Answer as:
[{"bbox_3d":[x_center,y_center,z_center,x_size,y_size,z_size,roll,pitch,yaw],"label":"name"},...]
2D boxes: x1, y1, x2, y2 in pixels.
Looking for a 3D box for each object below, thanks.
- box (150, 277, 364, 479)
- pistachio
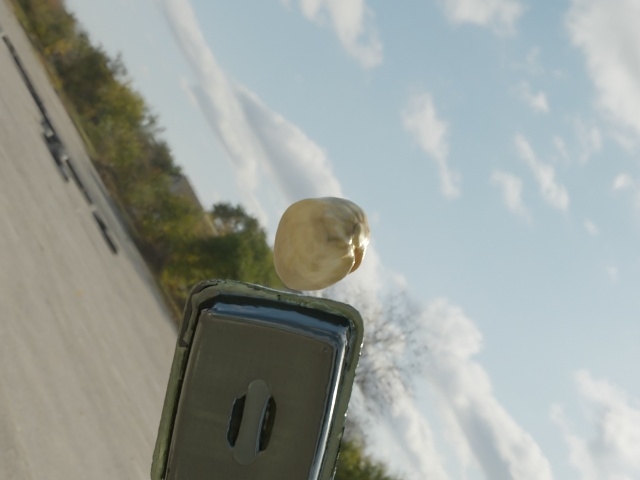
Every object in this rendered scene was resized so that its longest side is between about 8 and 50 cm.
[{"bbox_3d":[-0.077,0.197,1.164,0.166,0.221,0.290,-88,-170,-83],"label":"box"},{"bbox_3d":[0.000,0.000,1.548,0.145,0.117,0.200,54,-39,3],"label":"pistachio"}]
